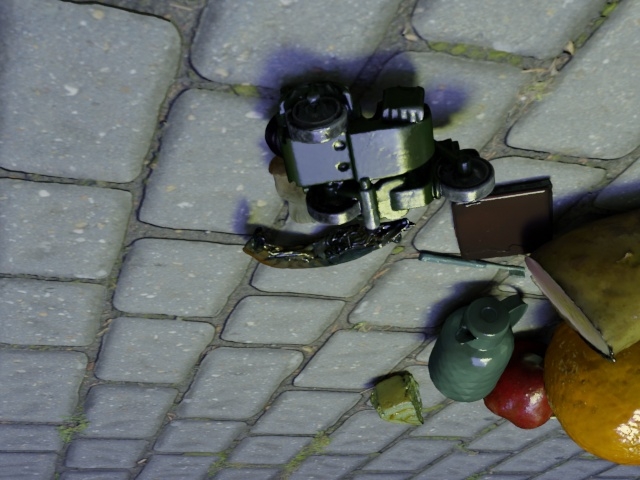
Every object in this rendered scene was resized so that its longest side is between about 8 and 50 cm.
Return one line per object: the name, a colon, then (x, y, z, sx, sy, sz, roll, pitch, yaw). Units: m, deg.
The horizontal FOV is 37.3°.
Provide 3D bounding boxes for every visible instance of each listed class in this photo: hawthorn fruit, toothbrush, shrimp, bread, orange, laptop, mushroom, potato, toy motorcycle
hawthorn fruit: (0.435, 0.287, 1.985, 0.185, 0.185, 0.202, 9, 133, -25)
toothbrush: (0.264, 0.043, 1.628, 0.220, 0.019, 0.016, 10, 155, -26)
shrimp: (0.000, 0.000, 1.434, 0.262, 0.051, 0.198, -15, 164, 31)
bread: (0.174, 0.373, 2.173, 0.110, 0.103, 0.156, -15, 145, 10)
orange: (0.591, 0.267, 1.773, 0.341, 0.293, 0.340, -3, 126, -5)
laptop: (0.287, -0.029, 1.487, 0.154, 0.026, 0.207, -8, 152, 10)
mushroom: (-0.028, -0.071, 1.335, 0.059, 0.054, 0.202, -2, 159, 9)
potato: (0.492, 0.041, 1.489, 0.266, 0.229, 0.229, -33, 149, 1)
toy motorcycle: (0.072, -0.117, 1.177, 0.275, 0.127, 0.205, -10, 130, 2)

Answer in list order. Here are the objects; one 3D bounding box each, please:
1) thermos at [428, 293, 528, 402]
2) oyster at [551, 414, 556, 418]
thermos: (0.307, 0.192, 1.807, 0.182, 0.145, 0.286, -31, 158, -19)
oyster: (0.650, 0.302, 2.124, 0.355, 0.107, 0.201, -10, 121, 24)
